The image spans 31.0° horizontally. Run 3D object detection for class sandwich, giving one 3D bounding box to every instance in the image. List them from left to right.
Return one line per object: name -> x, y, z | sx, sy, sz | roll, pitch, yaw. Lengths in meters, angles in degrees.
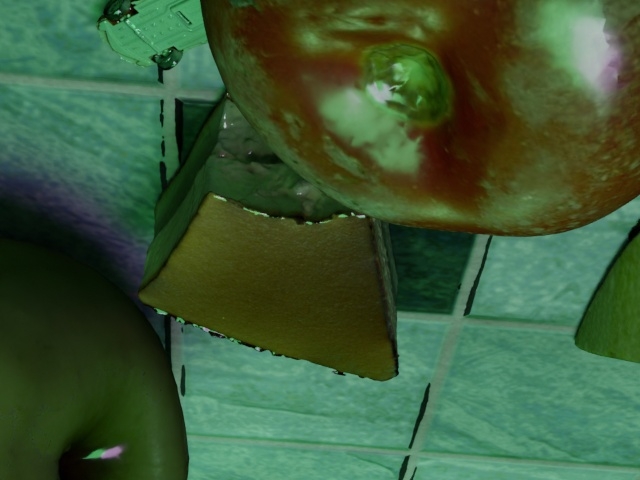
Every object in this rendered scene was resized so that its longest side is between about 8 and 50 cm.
sandwich -> 0.000, 0.000, 0.850 | 0.220, 0.108, 0.186 | 21, 139, -19

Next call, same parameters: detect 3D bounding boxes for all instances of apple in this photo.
apple -> -0.285, 0.160, 0.898 | 0.357, 0.357, 0.357 | 2, 142, 1

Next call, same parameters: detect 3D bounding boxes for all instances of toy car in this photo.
toy car -> -0.088, -0.146, 0.732 | 0.121, 0.035, 0.059 | -16, 139, 35

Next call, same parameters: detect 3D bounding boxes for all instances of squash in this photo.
squash -> 0.350, 0.039, 0.952 | 0.236, 0.155, 0.204 | 4, 179, -1

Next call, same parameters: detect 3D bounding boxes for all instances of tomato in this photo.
tomato -> 0.077, -0.139, 0.582 | 0.270, 0.223, 0.270 | 19, 142, 16
